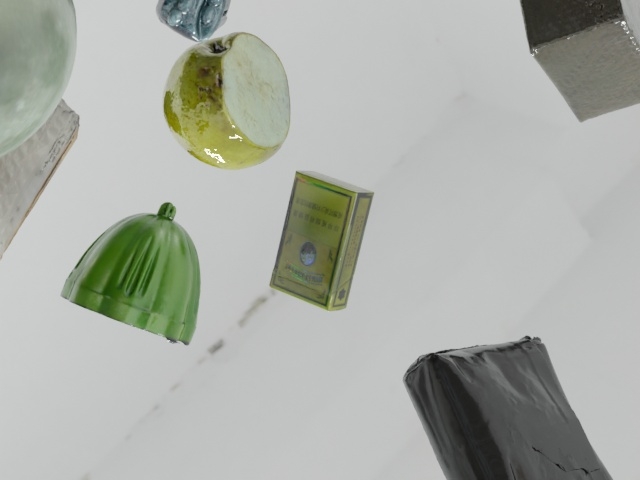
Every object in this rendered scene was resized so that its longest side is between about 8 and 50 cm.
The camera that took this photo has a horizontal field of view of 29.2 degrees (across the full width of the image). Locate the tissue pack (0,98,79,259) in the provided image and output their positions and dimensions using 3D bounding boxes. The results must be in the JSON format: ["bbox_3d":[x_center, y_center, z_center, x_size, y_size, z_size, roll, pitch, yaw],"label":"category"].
[{"bbox_3d":[-0.476,-0.136,1.399,0.305,0.238,0.238,14,-125,30],"label":"tissue pack"}]

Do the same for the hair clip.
[{"bbox_3d":[-0.155,-0.485,2.037,0.310,0.206,0.194,-32,-167,14],"label":"hair clip"}]

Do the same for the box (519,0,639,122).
[{"bbox_3d":[0.389,-0.312,1.761,0.143,0.273,0.184,-15,-114,23],"label":"box"}]

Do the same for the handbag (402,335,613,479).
[{"bbox_3d":[0.229,0.224,1.393,0.080,0.223,0.247,-44,-119,43],"label":"handbag"}]

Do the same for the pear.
[{"bbox_3d":[-0.103,-0.140,1.256,0.104,0.141,0.141,-7,-137,30],"label":"pear"}]

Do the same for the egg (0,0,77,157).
[{"bbox_3d":[-0.342,-0.177,1.040,0.258,0.258,0.352,-21,-176,15],"label":"egg"}]

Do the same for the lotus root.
[{"bbox_3d":[-0.224,0.029,1.598,0.186,0.186,0.186,-20,-142,16],"label":"lotus root"}]

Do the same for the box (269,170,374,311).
[{"bbox_3d":[0.000,0.000,2.167,0.141,0.220,0.064,22,-164,32],"label":"box"}]
